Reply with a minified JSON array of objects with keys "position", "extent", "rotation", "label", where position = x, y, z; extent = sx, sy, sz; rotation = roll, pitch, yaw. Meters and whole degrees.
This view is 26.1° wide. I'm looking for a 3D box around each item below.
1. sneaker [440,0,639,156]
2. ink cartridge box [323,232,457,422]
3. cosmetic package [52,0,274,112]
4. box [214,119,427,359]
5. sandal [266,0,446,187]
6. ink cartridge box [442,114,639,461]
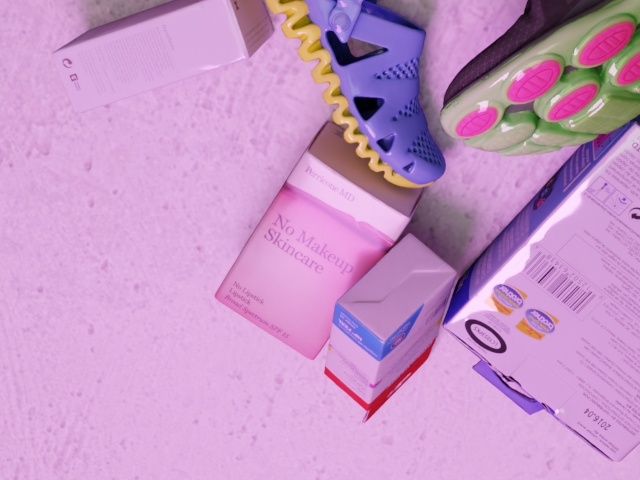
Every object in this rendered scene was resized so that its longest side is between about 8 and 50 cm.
[{"position":[0.306,-0.281,1.433],"extent":[0.483,0.202,0.185],"rotation":[-46,135,10],"label":"sneaker"},{"position":[0.078,0.111,1.648],"extent":[0.078,0.134,0.231],"rotation":[39,153,17],"label":"ink cartridge box"},{"position":[-0.182,-0.230,1.617],"extent":[0.231,0.117,0.085],"rotation":[-13,109,20],"label":"cosmetic package"},{"position":[0.000,0.000,1.661],"extent":[0.149,0.127,0.232],"rotation":[32,116,-1],"label":"box"},{"position":[0.062,-0.204,1.569],"extent":[0.138,0.126,0.317],"rotation":[-27,105,18],"label":"sandal"},{"position":[0.330,0.064,1.595],"extent":[0.270,0.151,0.395],"rotation":[39,114,-3],"label":"ink cartridge box"}]
